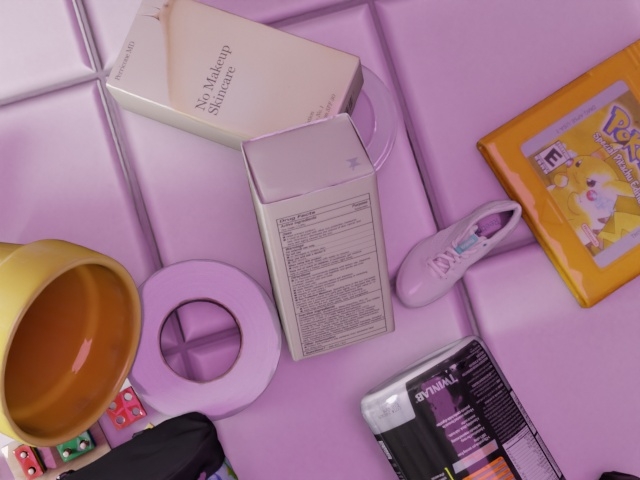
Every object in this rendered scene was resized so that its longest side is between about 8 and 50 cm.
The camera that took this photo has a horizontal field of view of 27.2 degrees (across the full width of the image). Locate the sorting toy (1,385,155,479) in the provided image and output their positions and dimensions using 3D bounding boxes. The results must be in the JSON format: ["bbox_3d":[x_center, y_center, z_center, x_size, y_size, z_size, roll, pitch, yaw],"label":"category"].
[{"bbox_3d":[-0.334,0.305,1.768,0.274,0.046,0.132,-26,91,-1],"label":"sorting toy"}]

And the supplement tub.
[{"bbox_3d":[0.206,0.302,1.754,0.193,0.193,0.316,-29,88,-7],"label":"supplement tub"}]

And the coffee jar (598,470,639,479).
[{"bbox_3d":[0.393,0.406,1.808,0.079,0.096,0.184,27,82,-5],"label":"coffee jar"}]

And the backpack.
[{"bbox_3d":[-0.182,0.450,1.682,0.290,0.273,0.356,-25,114,-17],"label":"backpack"}]

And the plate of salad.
[{"bbox_3d":[0.008,-0.160,1.852,0.199,0.048,0.200,-1,79,4],"label":"plate of salad"}]

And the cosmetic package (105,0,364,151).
[{"bbox_3d":[-0.112,-0.212,1.791,0.309,0.113,0.160,19,81,8],"label":"cosmetic package"}]

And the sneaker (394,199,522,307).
[{"bbox_3d":[0.191,0.010,1.832,0.212,0.094,0.080,-40,90,-7],"label":"sneaker"}]

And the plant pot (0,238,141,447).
[{"bbox_3d":[-0.397,0.104,1.685,0.239,0.254,0.254,20,82,30],"label":"plant pot"}]

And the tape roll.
[{"bbox_3d":[-0.163,0.136,1.799,0.219,0.072,0.219,0,85,-5],"label":"tape roll"}]

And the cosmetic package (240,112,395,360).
[{"bbox_3d":[0.000,0.000,1.711,0.153,0.296,0.129,-15,46,-7],"label":"cosmetic package"}]

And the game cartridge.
[{"bbox_3d":[0.430,-0.106,1.887,0.323,0.053,0.285,-33,88,-6],"label":"game cartridge"}]
